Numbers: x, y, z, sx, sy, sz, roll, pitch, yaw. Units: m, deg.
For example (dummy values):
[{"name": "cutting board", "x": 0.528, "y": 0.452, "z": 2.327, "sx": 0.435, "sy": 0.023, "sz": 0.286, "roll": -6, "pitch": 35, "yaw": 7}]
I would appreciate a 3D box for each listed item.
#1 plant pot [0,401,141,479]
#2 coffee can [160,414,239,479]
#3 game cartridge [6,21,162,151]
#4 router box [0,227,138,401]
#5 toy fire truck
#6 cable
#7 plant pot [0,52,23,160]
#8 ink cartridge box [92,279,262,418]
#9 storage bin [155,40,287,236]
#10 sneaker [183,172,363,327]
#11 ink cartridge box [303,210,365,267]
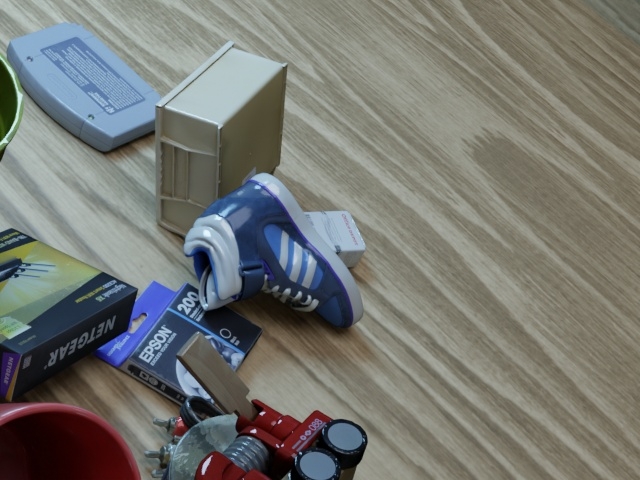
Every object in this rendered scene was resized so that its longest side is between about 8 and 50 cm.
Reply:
[{"name": "plant pot", "x": -0.395, "y": 0.320, "z": 1.521, "sx": 0.275, "sy": 0.243, "sz": 0.275, "roll": -1, "pitch": 92, "yaw": -39}, {"name": "coffee can", "x": -0.137, "y": 0.387, "z": 1.610, "sx": 0.201, "sy": 0.275, "sz": 0.202, "roll": 15, "pitch": 42, "yaw": -14}, {"name": "game cartridge", "x": -0.439, "y": -0.288, "z": 2.301, "sx": 0.294, "sy": 0.060, "sz": 0.196, "roll": 43, "pitch": 40, "yaw": 16}, {"name": "router box", "x": -0.449, "y": 0.097, "z": 1.786, "sx": 0.242, "sy": 0.081, "sz": 0.309, "roll": 24, "pitch": 22, "yaw": 14}, {"name": "toy fire truck", "x": -0.093, "y": 0.248, "z": 1.468, "sx": 0.246, "sy": 0.159, "sz": 0.217, "roll": 29, "pitch": 40, "yaw": 19}, {"name": "cable", "x": -0.124, "y": 0.324, "z": 1.861, "sx": 0.287, "sy": 0.072, "sz": 0.139, "roll": 20, "pitch": 43, "yaw": -25}, {"name": "plant pot", "x": -0.644, "y": -0.097, "z": 1.768, "sx": 0.366, "sy": 0.353, "sz": 0.366, "roll": 15, "pitch": 42, "yaw": -14}, {"name": "ink cartridge box", "x": -0.224, "y": 0.160, "z": 1.969, "sx": 0.208, "sy": 0.045, "sz": 0.206, "roll": 29, "pitch": 41, "yaw": 4}, {"name": "storage bin", "x": -0.174, "y": -0.169, "z": 2.174, "sx": 0.123, "sy": 0.260, "sz": 0.262, "roll": 19, "pitch": 39, "yaw": 16}, {"name": "sneaker", "x": -0.095, "y": 0.072, "z": 2.054, "sx": 0.236, "sy": 0.130, "sz": 0.323, "roll": -42, "pitch": 109, "yaw": -26}, {"name": "ink cartridge box", "x": 0.000, "y": 0.000, "z": 2.240, "sx": 0.135, "sy": 0.056, "sz": 0.099, "roll": -2, "pitch": 50, "yaw": -29}]
